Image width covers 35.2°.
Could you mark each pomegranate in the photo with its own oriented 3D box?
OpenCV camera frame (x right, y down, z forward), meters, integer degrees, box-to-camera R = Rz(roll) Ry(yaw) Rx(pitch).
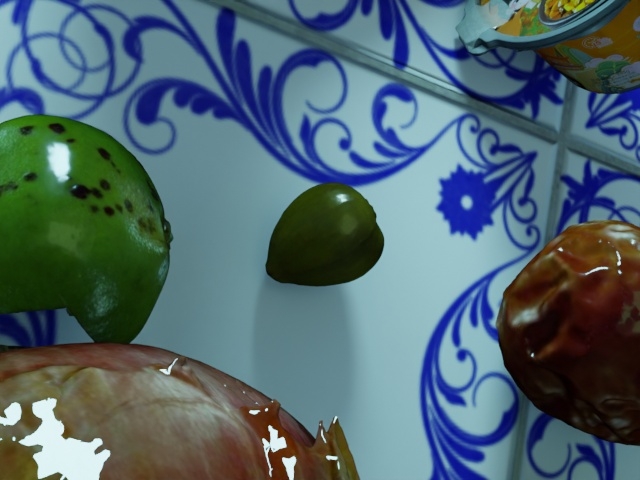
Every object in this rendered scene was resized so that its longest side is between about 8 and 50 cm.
[{"bbox_3d":[-0.166,-0.014,0.580,0.169,0.143,0.122,23,117,-10],"label":"pomegranate"}]

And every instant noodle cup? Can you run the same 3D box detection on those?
[{"bbox_3d":[0.228,-0.200,0.820,0.125,0.208,0.178,34,42,-38],"label":"instant noodle cup"}]

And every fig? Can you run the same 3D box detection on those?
[{"bbox_3d":[0.000,0.000,0.713,0.088,0.074,0.074,-32,101,2],"label":"fig"}]

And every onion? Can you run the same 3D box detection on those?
[{"bbox_3d":[-0.119,0.197,0.470,0.353,0.353,0.354,4,82,-29],"label":"onion"}]

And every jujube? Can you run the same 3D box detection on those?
[{"bbox_3d":[0.254,0.078,0.792,0.250,0.174,0.174,13,78,-31],"label":"jujube"}]
